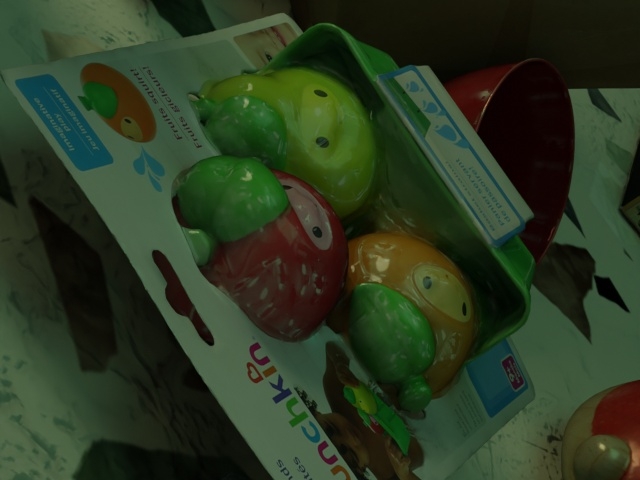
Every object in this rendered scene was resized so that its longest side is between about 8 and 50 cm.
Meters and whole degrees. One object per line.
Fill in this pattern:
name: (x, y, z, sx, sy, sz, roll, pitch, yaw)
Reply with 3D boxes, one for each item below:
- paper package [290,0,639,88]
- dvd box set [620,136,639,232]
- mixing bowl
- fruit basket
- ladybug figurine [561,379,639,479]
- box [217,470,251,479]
paper package: (0.134, -0.280, 1.452, 0.325, 0.168, 0.309, -3, 49, -13)
dvd box set: (0.501, 0.050, 1.926, 0.420, 0.062, 0.307, 49, 27, -9)
mixing bowl: (0.119, -0.059, 1.368, 0.181, 0.098, 0.181, -22, 117, -53)
fruit basket: (0.000, 0.000, 1.052, 0.327, 0.165, 0.353, 56, 22, 6)
ladybug figurine: (0.363, 0.243, 1.359, 0.449, 0.162, 0.305, 30, 35, -38)
box: (0.026, 0.247, 0.929, 0.233, 0.059, 0.183, 31, 34, -36)
